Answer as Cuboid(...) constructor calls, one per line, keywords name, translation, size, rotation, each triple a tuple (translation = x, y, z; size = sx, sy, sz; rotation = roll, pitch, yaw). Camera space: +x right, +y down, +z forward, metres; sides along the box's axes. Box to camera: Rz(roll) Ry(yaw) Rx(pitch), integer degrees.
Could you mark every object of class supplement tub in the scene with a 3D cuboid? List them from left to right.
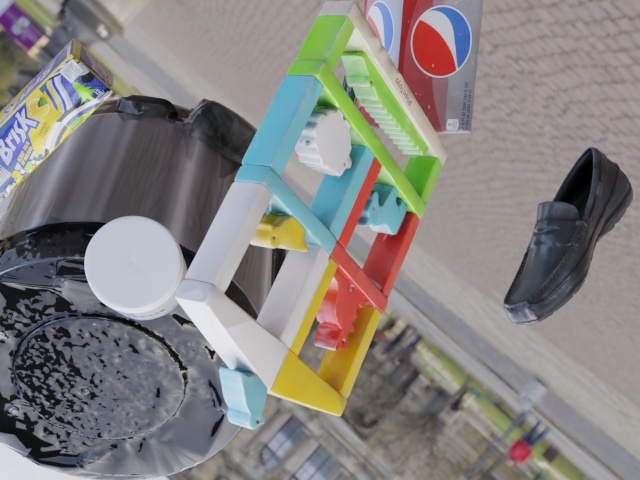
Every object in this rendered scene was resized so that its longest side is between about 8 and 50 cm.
Cuboid(name="supplement tub", translation=(-0.137, 0.023, 0.695), size=(0.071, 0.071, 0.107), rotation=(42, 171, 2))

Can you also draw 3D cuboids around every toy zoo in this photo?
Cuboid(name="toy zoo", translation=(0.000, 0.000, 0.674), size=(0.030, 0.293, 0.192), rotation=(9, 155, 36))

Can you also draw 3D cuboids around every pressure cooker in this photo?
Cuboid(name="pressure cooker", translation=(-0.231, 0.027, 1.135), size=(0.420, 0.369, 0.376), rotation=(-92, -6, -54))

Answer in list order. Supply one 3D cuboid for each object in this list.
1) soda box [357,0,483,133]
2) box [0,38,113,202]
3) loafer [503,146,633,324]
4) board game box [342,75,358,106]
Cuboid(name="soda box", translation=(0.097, -0.236, 0.869), size=(0.092, 0.263, 0.083), rotation=(-2, -167, -23))
Cuboid(name="box", translation=(-0.277, -0.113, 0.887), size=(0.054, 0.169, 0.059), rotation=(44, -169, -28))
Cuboid(name="loafer", translation=(0.249, -0.006, 0.957), size=(0.078, 0.223, 0.076), rotation=(49, 152, -19))
Cuboid(name="board game box", translation=(0.051, -0.184, 1.430), size=(0.026, 0.126, 0.186), rotation=(11, 174, 10))
